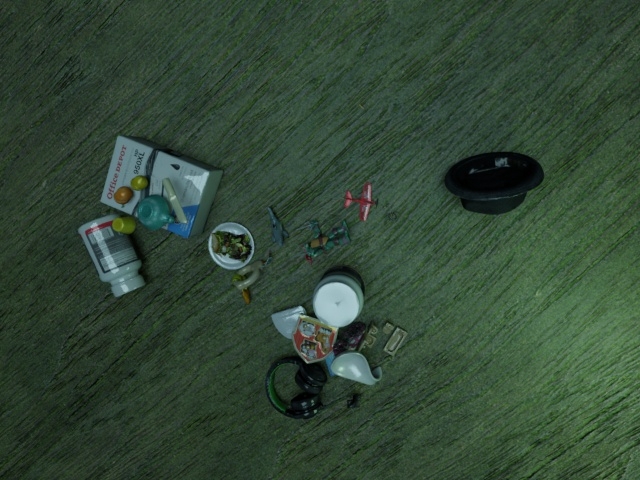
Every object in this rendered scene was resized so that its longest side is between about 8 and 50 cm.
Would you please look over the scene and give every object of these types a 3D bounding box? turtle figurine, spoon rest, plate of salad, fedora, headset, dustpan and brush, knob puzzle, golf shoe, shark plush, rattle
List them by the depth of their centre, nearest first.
[{"bbox_3d":[0.624,-0.188,1.698,0.333,0.334,0.153,-11,127,9],"label":"fedora"},{"bbox_3d":[0.152,0.504,1.840,0.137,0.084,0.276,-42,131,19],"label":"spoon rest"},{"bbox_3d":[0.000,0.000,1.858,0.233,0.118,0.176,-19,54,8],"label":"turtle figurine"},{"bbox_3d":[-0.031,0.410,1.892,0.212,0.030,0.214,2,99,11],"label":"knob puzzle"},{"bbox_3d":[-0.174,-0.058,1.892,0.073,0.067,0.162,-5,97,9],"label":"shark plush"},{"bbox_3d":[0.118,0.409,1.896,0.067,0.186,0.086,25,145,37],"label":"golf shoe"},{"bbox_3d":[-0.253,0.155,1.935,0.199,0.130,0.143,-37,104,-15],"label":"rattle"},{"bbox_3d":[-0.373,0.024,1.941,0.199,0.048,0.200,1,97,7],"label":"plate of salad"},{"bbox_3d":[-0.035,0.623,1.958,0.393,0.185,0.244,11,96,21],"label":"headset"},{"bbox_3d":[-0.105,0.386,1.959,0.147,0.060,0.212,-17,89,11],"label":"dustpan and brush"}]

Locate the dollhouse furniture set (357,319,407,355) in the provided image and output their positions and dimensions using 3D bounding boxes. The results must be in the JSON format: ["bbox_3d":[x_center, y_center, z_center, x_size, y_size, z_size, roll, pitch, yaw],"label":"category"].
[{"bbox_3d":[0.249,0.402,1.871,0.151,0.123,0.144,30,101,3],"label":"dollhouse furniture set"}]

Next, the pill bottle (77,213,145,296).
[{"bbox_3d":[-0.855,0.065,1.947,0.176,0.176,0.319,-22,94,10],"label":"pill bottle"}]

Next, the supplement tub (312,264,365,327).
[{"bbox_3d":[0.073,0.209,1.792,0.190,0.272,0.192,1,99,8],"label":"supplement tub"}]

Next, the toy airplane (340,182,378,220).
[{"bbox_3d":[0.154,-0.154,1.854,0.151,0.028,0.152,1,97,8],"label":"toy airplane"}]

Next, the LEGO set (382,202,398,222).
[{"bbox_3d":[0.278,-0.106,1.851,0.054,0.023,0.083,-13,83,7],"label":"LEGO set"}]

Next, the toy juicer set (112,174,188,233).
[{"bbox_3d":[-0.635,-0.144,1.771,0.328,0.089,0.210,-7,87,18],"label":"toy juicer set"}]

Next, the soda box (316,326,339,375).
[{"bbox_3d":[0.048,0.442,1.933,0.071,0.067,0.210,-16,96,10],"label":"soda box"}]

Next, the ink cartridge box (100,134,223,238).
[{"bbox_3d":[-0.635,-0.217,1.881,0.394,0.166,0.286,22,101,4],"label":"ink cartridge box"}]
